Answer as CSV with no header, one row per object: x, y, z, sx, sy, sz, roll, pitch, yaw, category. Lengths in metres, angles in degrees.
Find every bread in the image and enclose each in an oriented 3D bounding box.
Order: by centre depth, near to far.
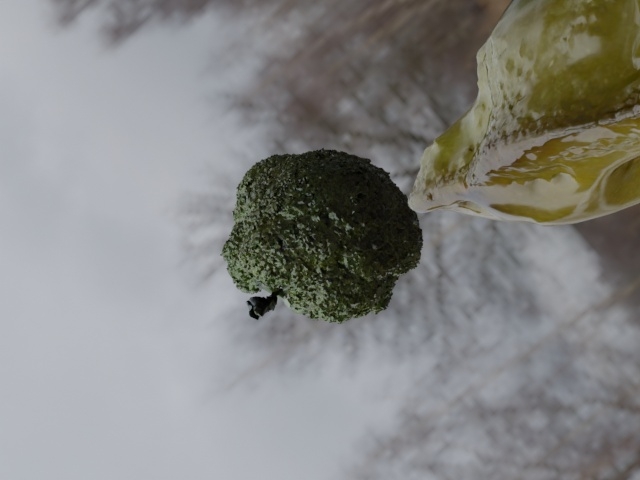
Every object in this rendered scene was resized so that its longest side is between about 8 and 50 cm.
0.134,-0.063,0.610,0.161,0.233,0.088,-1,-106,-31,bread

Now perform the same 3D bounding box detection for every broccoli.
0.000,0.000,1.157,0.120,0.130,0.131,105,150,-53,broccoli
